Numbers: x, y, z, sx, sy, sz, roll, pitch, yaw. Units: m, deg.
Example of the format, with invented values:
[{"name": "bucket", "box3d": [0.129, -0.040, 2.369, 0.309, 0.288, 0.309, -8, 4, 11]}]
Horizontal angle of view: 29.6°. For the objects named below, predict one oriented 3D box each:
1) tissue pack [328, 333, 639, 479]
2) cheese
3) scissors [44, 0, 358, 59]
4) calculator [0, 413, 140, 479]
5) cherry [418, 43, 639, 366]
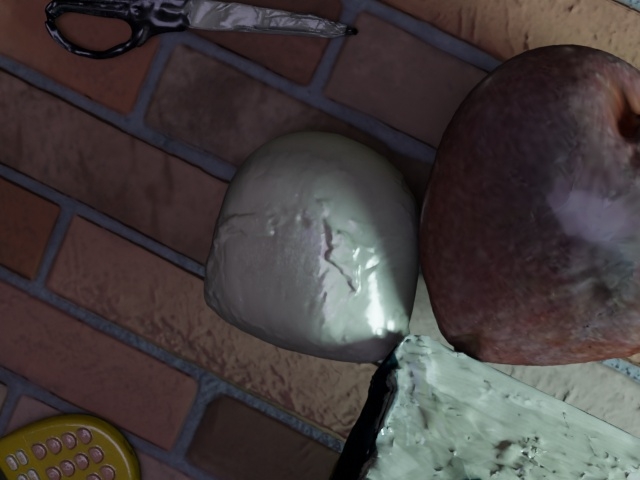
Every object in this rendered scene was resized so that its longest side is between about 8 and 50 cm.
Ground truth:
[{"name": "tissue pack", "box3d": [0.093, 0.325, 1.028, 0.264, 0.253, 0.417, 23, 125, 1]}, {"name": "cheese", "box3d": [0.000, 0.000, 1.073, 0.198, 0.154, 0.189, 15, 105, 27]}, {"name": "scissors", "box3d": [-0.113, -0.209, 1.122, 0.299, 0.022, 0.109, 9, 108, 10]}, {"name": "calculator", "box3d": [-0.293, 0.267, 1.260, 0.234, 0.032, 0.146, -29, 95, 15]}, {"name": "cherry", "box3d": [0.208, -0.017, 0.999, 0.261, 0.221, 0.307, 39, 119, 7]}]
